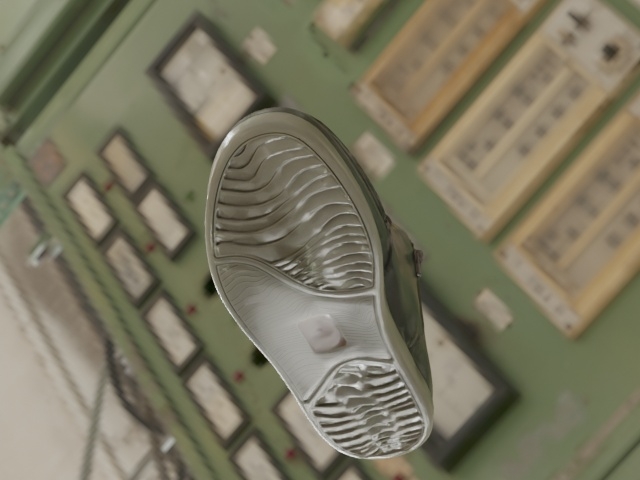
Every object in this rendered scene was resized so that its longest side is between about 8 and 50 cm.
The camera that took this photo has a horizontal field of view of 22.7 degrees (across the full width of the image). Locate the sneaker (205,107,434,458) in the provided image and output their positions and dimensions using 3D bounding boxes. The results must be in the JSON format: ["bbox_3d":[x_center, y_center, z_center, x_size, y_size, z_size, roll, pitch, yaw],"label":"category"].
[{"bbox_3d":[0.000,0.000,0.807,0.118,0.083,0.222,-88,-16,-47],"label":"sneaker"}]
